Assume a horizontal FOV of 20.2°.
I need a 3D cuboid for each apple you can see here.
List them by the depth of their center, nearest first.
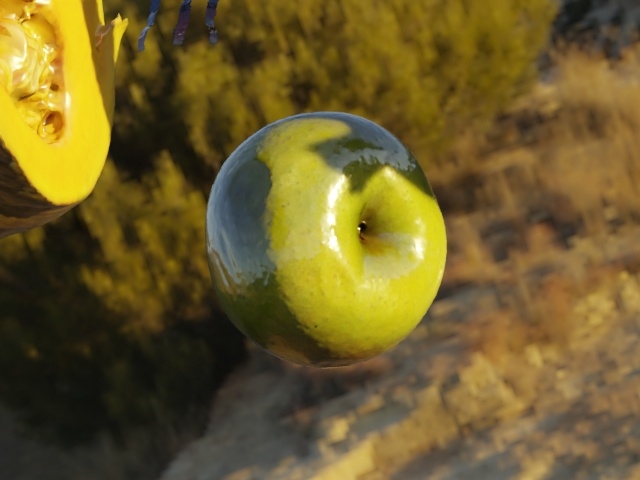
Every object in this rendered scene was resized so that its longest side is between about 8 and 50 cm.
[{"bbox_3d":[0.000,0.000,1.370,0.157,0.196,0.196,-6,15,44],"label":"apple"}]

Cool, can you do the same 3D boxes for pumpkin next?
[{"bbox_3d":[-0.217,-0.145,0.989,0.139,0.221,0.317,-4,-32,15],"label":"pumpkin"}]

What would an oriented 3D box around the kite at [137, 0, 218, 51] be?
[{"bbox_3d":[-0.110,-0.272,1.605,0.141,0.245,0.015,-6,-32,22],"label":"kite"}]
